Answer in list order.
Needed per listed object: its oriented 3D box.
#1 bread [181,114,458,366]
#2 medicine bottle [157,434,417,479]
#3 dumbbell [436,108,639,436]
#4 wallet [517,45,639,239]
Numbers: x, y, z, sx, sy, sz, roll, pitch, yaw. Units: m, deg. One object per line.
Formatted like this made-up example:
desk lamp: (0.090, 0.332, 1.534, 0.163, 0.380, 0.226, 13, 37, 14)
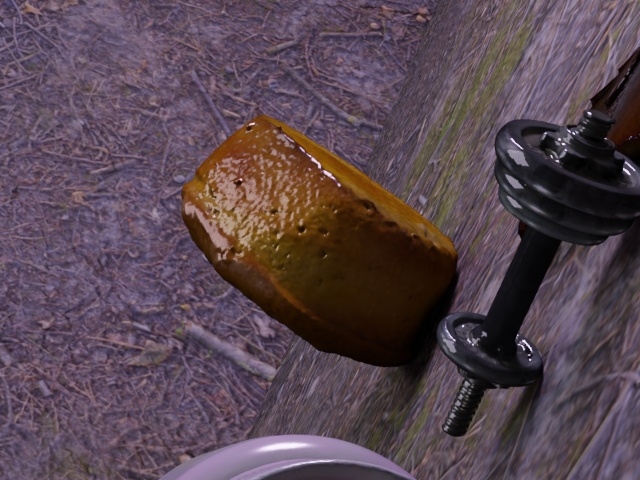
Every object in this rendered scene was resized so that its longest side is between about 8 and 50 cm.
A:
bread: (0.004, 0.004, 1.478, 0.172, 0.312, 0.312, -53, 6, 10)
medicine bottle: (-0.025, 0.225, 0.851, 0.213, 0.214, 0.378, -64, 4, -13)
dumbbell: (0.136, 0.026, 0.954, 0.110, 0.110, 0.254, -72, 3, -66)
wallet: (0.220, -0.088, 1.050, 0.137, 0.031, 0.255, -65, 4, -21)
